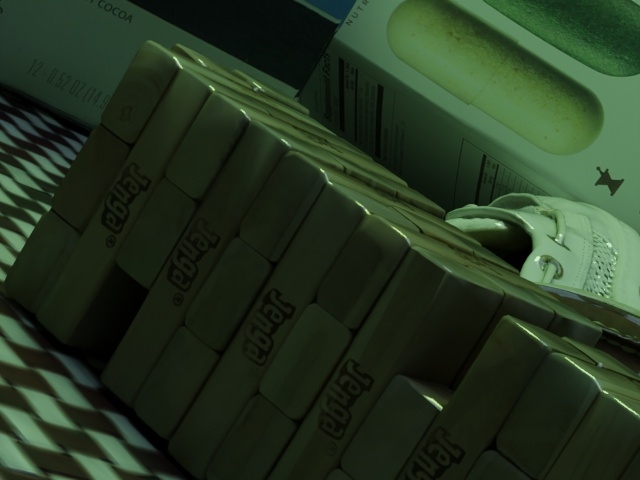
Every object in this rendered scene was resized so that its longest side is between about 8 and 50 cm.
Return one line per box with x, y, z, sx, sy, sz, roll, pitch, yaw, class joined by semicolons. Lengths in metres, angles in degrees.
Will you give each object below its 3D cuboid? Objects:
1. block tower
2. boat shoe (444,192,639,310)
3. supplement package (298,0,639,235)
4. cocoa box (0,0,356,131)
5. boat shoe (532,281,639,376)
0.047;0.063;0.501;0.335;0.097;0.091;37;10;36;block tower
0.076;0.023;0.777;0.096;0.098;0.277;32;11;-10;boat shoe
0.148;-0.076;1.021;0.263;0.199;0.198;35;-18;15;supplement package
-0.131;-0.221;0.959;0.231;0.228;0.347;26;11;-32;cocoa box
0.143;0.087;0.606;0.257;0.095;0.095;30;-14;-13;boat shoe
